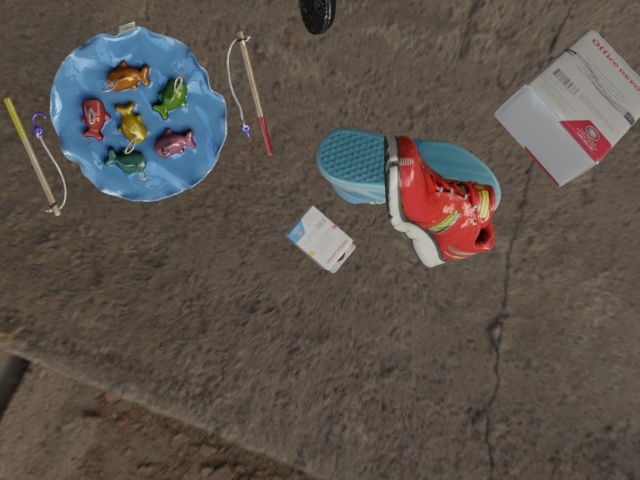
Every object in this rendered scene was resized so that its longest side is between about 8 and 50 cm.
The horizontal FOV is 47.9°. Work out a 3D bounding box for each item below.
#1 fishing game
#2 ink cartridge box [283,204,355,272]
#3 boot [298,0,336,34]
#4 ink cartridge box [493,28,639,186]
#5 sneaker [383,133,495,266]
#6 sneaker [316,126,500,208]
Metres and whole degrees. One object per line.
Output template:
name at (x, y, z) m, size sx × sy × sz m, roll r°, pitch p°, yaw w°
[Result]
fishing game at (-0.189, -0.128, 0.753) m, size 0.264 × 0.041 × 0.189 m, roll -12°, pitch 112°, yaw 0°
ink cartridge box at (0.000, 0.000, 1.667) m, size 0.143 × 0.090 × 0.092 m, roll 42°, pitch 84°, yaw -7°
boot at (0.051, -0.586, 1.593) m, size 0.207 × 0.094 × 0.247 m, roll -15°, pitch 101°, yaw -36°
ink cartridge box at (0.278, -0.147, 0.784) m, size 0.109 × 0.063 × 0.150 m, roll 49°, pitch 57°, yaw 2°
sneaker at (0.153, -0.055, 0.889) m, size 0.118 × 0.279 × 0.107 m, roll -9°, pitch 66°, yaw 22°
sneaker at (0.154, -0.111, 1.293) m, size 0.318 × 0.208 × 0.127 m, roll 18°, pitch 86°, yaw 4°
